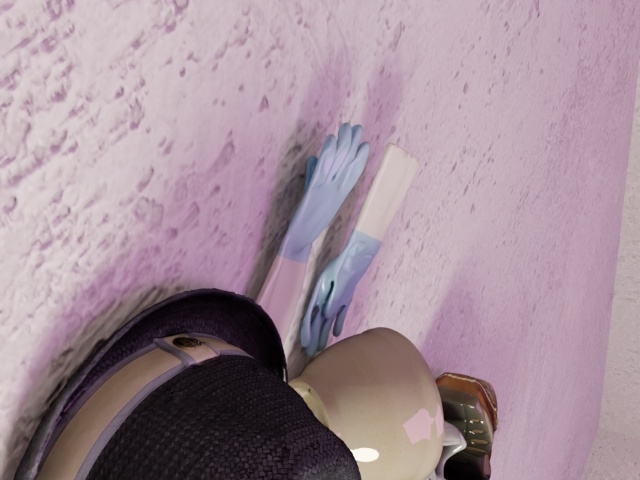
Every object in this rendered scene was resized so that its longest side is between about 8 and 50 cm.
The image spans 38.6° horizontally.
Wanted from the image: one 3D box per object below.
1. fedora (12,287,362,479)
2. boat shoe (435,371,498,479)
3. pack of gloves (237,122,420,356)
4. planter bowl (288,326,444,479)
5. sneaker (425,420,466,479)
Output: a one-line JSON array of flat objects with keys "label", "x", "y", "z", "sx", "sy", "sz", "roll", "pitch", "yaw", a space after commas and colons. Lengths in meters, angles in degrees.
[{"label": "fedora", "x": -0.070, "y": 0.197, "z": 0.677, "sx": 0.334, "sy": 0.153, "sz": 0.334, "roll": -40, "pitch": 138, "yaw": -47}, {"label": "boat shoe", "x": 0.206, "y": 0.260, "z": 1.354, "sx": 0.324, "sy": 0.123, "sz": 0.119, "roll": 77, "pitch": 30, "yaw": -58}, {"label": "pack of gloves", "x": 0.000, "y": 0.000, "z": 0.881, "sx": 0.232, "sy": 0.046, "sz": 0.195, "roll": -65, "pitch": 154, "yaw": 2}, {"label": "planter bowl", "x": 0.028, "y": 0.173, "z": 0.903, "sx": 0.109, "sy": 0.162, "sz": 0.162, "roll": -7, "pitch": 112, "yaw": -31}, {"label": "sneaker", "x": 0.098, "y": 0.324, "z": 1.140, "sx": 0.262, "sy": 0.121, "sz": 0.099, "roll": -62, "pitch": 151, "yaw": -27}]
